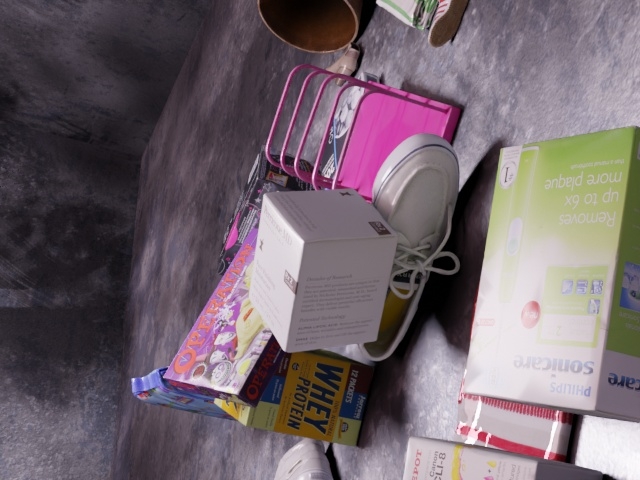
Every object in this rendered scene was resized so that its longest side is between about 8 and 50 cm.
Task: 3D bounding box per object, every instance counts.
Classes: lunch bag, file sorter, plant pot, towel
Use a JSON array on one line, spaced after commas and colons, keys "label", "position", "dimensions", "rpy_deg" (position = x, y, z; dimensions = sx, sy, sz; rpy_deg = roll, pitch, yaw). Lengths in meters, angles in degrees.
[{"label": "lunch bag", "position": [-0.229, 0.292, 2.101], "dimensions": [0.221, 0.293, 0.138], "rpy_deg": [152, 118, -65]}, {"label": "file sorter", "position": [0.055, -0.166, 1.760], "dimensions": [0.290, 0.182, 0.202], "rpy_deg": [33, 108, 61]}, {"label": "plant pot", "position": [0.007, -0.549, 2.223], "dimensions": [0.215, 0.215, 0.230], "rpy_deg": [-43, 23, 57]}, {"label": "towel", "position": [0.238, 0.175, 1.305], "dimensions": [0.237, 0.037, 0.329], "rpy_deg": [175, 107, -69]}, {"label": "towel", "position": [0.197, -0.555, 1.910], "dimensions": [0.248, 0.038, 0.325], "rpy_deg": [-121, 48, -64]}]

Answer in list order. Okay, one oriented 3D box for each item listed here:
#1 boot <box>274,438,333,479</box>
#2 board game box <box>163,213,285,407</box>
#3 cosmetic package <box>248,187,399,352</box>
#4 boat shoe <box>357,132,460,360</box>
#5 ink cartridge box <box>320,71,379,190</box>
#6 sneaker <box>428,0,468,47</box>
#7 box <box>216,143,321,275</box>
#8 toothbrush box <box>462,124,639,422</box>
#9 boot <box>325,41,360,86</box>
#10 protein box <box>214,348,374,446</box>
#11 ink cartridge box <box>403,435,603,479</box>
[{"label": "boot", "position": [-0.054, 0.462, 1.857], "dimensions": [0.258, 0.095, 0.123], "rpy_deg": [-57, 20, 25]}, {"label": "board game box", "position": [-0.098, 0.097, 1.715], "dimensions": [0.208, 0.056, 0.347], "rpy_deg": [-2, 53, 52]}, {"label": "cosmetic package", "position": [0.001, 0.039, 1.530], "dimensions": [0.151, 0.151, 0.184], "rpy_deg": [48, 136, 51]}, {"label": "boat shoe", "position": [0.123, 0.029, 1.574], "dimensions": [0.156, 0.135, 0.367], "rpy_deg": [-106, 32, -55]}, {"label": "ink cartridge box", "position": [0.059, -0.176, 2.022], "dimensions": [0.206, 0.045, 0.208], "rpy_deg": [125, 150, -45]}, {"label": "sneaker", "position": [0.205, -0.380, 1.759], "dimensions": [0.118, 0.042, 0.067], "rpy_deg": [-63, 26, 14]}, {"label": "box", "position": [-0.103, -0.044, 2.212], "dimensions": [0.163, 0.142, 0.247], "rpy_deg": [-87, 20, -59]}, {"label": "toothbrush box", "position": [0.278, 0.039, 1.123], "dimensions": [0.206, 0.122, 0.283], "rpy_deg": [-3, 76, 60]}, {"label": "boot", "position": [0.050, -0.368, 2.192], "dimensions": [0.087, 0.042, 0.118], "rpy_deg": [-63, 24, 18]}, {"label": "protein box", "position": [-0.048, 0.247, 1.797], "dimensions": [0.201, 0.199, 0.136], "rpy_deg": [-174, 98, -70]}, {"label": "ink cartridge box", "position": [0.188, 0.290, 1.146], "dimensions": [0.176, 0.127, 0.128], "rpy_deg": [1, 78, 47]}]
